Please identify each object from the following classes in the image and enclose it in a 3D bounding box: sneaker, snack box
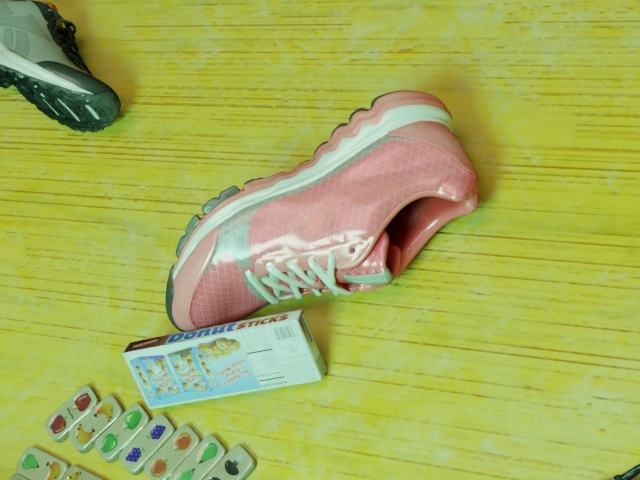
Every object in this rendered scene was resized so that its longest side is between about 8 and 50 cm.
[{"bbox_3d":[0.000,0.000,1.238,0.314,0.116,0.136,-36,54,7],"label":"sneaker"},{"bbox_3d":[-0.087,0.107,1.258,0.178,0.064,0.022,-12,25,23],"label":"snack box"},{"bbox_3d":[-0.302,-0.205,1.534,0.271,0.100,0.108,33,77,38],"label":"sneaker"}]

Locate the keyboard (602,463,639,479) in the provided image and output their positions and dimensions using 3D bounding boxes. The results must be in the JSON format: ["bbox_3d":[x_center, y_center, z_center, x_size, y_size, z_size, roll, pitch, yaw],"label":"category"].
[{"bbox_3d":[0.237,0.214,1.041,0.180,0.023,0.108,-30,46,11],"label":"keyboard"}]

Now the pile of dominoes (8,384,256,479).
[{"bbox_3d":[-0.196,0.235,1.264,0.251,0.040,0.196,17,73,34],"label":"pile of dominoes"}]
